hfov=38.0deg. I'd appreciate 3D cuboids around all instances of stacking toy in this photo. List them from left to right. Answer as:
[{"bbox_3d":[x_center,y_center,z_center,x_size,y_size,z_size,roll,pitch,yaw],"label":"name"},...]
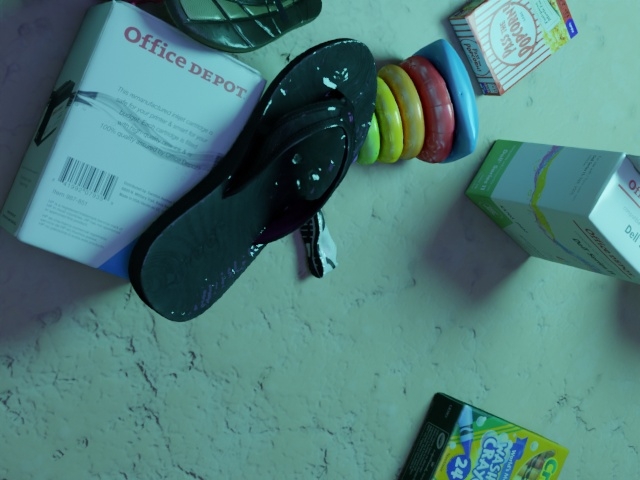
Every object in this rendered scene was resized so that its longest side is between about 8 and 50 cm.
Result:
[{"bbox_3d":[0.059,-0.166,1.345,0.302,0.166,0.175,-17,92,-15],"label":"stacking toy"}]

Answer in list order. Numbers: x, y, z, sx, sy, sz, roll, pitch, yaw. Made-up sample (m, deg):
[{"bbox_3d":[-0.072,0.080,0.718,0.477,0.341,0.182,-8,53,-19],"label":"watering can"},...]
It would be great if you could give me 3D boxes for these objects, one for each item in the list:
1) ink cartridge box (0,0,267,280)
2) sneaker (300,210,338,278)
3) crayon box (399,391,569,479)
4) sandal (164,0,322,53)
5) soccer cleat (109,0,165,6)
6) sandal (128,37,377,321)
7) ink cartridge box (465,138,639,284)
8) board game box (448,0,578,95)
[{"bbox_3d":[-0.238,-0.115,1.182,0.223,0.129,0.307,24,87,-31],"label":"ink cartridge box"},{"bbox_3d":[0.000,0.000,1.398,0.044,0.040,0.109,-24,115,-42],"label":"sneaker"},{"bbox_3d":[0.299,0.412,1.616,0.323,0.083,0.203,26,86,-31],"label":"crayon box"},{"bbox_3d":[-0.099,-0.301,1.212,0.303,0.086,0.120,-29,101,-57],"label":"sandal"},{"bbox_3d":[-0.177,-0.376,1.207,0.248,0.083,0.095,-28,92,-21],"label":"soccer cleat"},{"bbox_3d":[-0.049,-0.071,1.176,0.445,0.107,0.167,-52,130,-16],"label":"sandal"},{"bbox_3d":[0.419,-0.042,1.441,0.207,0.353,0.119,38,80,-29],"label":"ink cartridge box"},{"bbox_3d":[0.315,-0.347,1.504,0.193,0.045,0.146,-40,116,-18],"label":"board game box"}]
